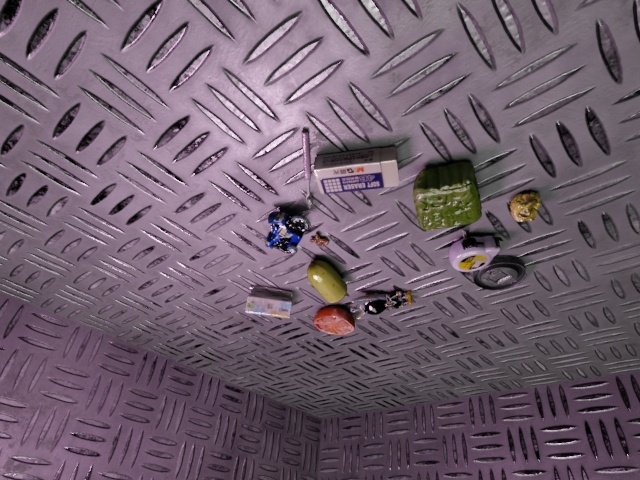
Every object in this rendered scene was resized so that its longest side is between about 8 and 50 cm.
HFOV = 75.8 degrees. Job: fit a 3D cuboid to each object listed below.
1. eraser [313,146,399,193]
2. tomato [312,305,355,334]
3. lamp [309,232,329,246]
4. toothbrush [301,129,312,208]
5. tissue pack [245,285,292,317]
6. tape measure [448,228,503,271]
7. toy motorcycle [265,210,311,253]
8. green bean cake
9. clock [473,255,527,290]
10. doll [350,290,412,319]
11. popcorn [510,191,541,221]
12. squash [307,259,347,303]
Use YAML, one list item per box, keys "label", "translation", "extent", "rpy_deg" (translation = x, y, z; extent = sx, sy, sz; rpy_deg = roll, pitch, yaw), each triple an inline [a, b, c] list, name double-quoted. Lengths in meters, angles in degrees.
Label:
- label: "eraser"
  translation: [0.125, -0.237, 1.405]
  extent: [0.279, 0.081, 0.124]
  rpy_deg: [-5, 141, 13]
- label: "tomato"
  translation: [0.078, 0.434, 2.275]
  extent: [0.237, 0.095, 0.236]
  rpy_deg: [7, 145, 5]
- label: "lamp"
  translation: [0.000, 0.000, 1.775]
  extent: [0.083, 0.031, 0.063]
  rpy_deg: [24, 141, -27]
- label: "toothbrush"
  translation: [-0.046, -0.241, 1.465]
  extent: [0.024, 0.029, 0.354]
  rpy_deg: [-8, 142, -5]
- label: "tissue pack"
  translation: [-0.264, 0.318, 2.153]
  extent: [0.229, 0.145, 0.159]
  rpy_deg: [9, 175, -3]
- label: "tape measure"
  translation: [0.623, 0.047, 1.703]
  extent: [0.178, 0.105, 0.196]
  rpy_deg: [5, 145, -11]
- label: "toy motorcycle"
  translation: [-0.150, -0.034, 1.689]
  extent: [0.169, 0.113, 0.315]
  rpy_deg: [25, 148, -8]
- label: "green bean cake"
  translation: [0.441, -0.151, 1.442]
  extent: [0.222, 0.125, 0.248]
  rpy_deg: [-9, 140, 19]
- label: "clock"
  translation: [0.802, 0.148, 1.850]
  extent: [0.226, 0.049, 0.226]
  rpy_deg: [4, 141, 3]
- label: "doll"
  translation: [0.306, 0.318, 2.087]
  extent: [0.316, 0.103, 0.145]
  rpy_deg: [-11, 156, 8]
- label: "popcorn"
  translation: [0.735, -0.121, 1.482]
  extent: [0.097, 0.089, 0.109]
  rpy_deg: [26, 143, -8]
- label: "squash"
  translation: [0.019, 0.183, 1.925]
  extent: [0.132, 0.132, 0.247]
  rpy_deg: [-15, 139, 25]
